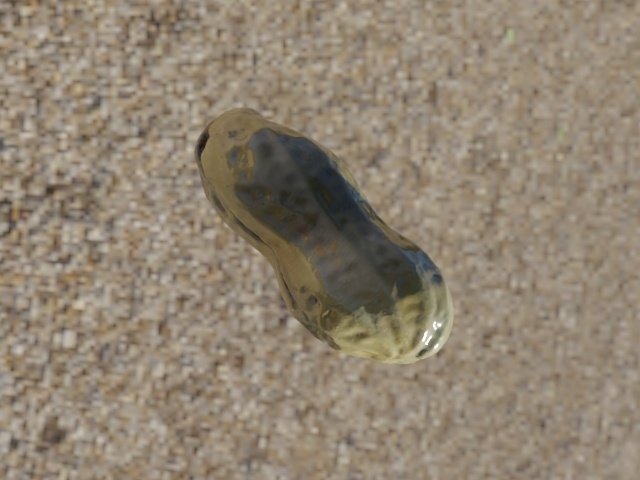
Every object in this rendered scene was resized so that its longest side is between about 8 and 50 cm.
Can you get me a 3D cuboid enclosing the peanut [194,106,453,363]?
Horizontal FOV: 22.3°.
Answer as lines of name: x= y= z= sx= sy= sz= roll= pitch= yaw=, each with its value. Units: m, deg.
peanut: x=0.000 y=0.000 z=1.457 sx=0.290 sy=0.130 sz=0.130 roll=49 pitch=42 yaw=-3
